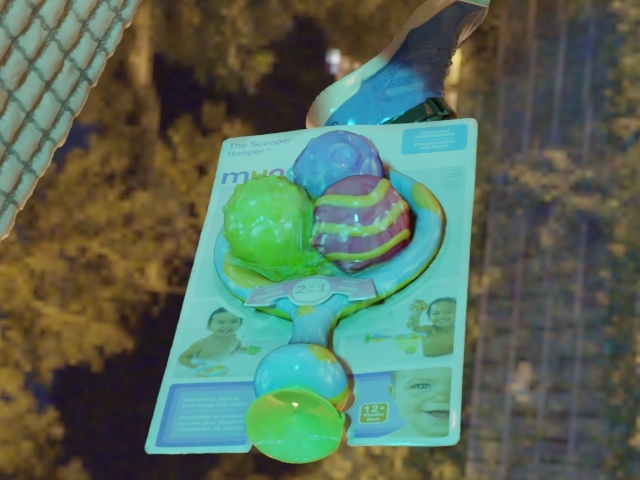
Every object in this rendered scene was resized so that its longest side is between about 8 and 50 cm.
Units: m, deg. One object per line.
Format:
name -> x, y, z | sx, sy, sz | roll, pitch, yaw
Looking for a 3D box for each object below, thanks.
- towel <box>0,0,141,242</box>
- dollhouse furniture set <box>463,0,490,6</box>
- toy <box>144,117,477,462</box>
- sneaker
towel -> -0.200, -0.105, 0.719 | 0.284, 0.121, 0.235 | -63, -27, -20
dollhouse furniture set -> 0.035, -0.224, 0.977 | 0.182, 0.101, 0.161 | 28, 106, 63
toy -> 0.000, 0.000, 0.825 | 0.237, 0.136, 0.056 | -82, -15, -48
sneaker -> 0.072, -0.097, 1.150 | 0.152, 0.084, 0.058 | -39, -25, -18
